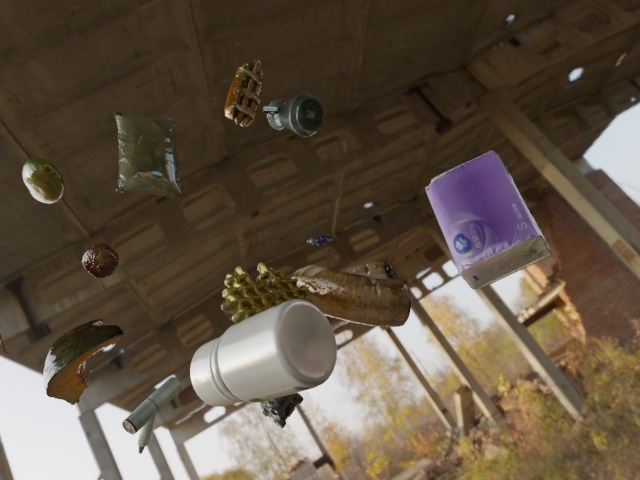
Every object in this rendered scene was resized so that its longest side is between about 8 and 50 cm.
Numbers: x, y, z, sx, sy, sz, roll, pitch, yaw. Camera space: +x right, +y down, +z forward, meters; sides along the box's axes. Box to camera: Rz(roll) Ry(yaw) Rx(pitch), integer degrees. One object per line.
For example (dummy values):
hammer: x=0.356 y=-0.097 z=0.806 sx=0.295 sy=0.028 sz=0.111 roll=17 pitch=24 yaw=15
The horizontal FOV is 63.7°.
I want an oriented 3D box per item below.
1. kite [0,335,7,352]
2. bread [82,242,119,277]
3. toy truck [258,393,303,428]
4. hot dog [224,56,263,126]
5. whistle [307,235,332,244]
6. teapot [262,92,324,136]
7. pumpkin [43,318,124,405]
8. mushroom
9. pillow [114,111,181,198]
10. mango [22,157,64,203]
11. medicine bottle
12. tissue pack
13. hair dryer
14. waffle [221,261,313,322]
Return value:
kite: x=-0.864 y=0.138 z=1.348 sx=0.016 sy=0.322 sz=0.234 roll=-15 pitch=-6 yaw=-30
bread: x=-0.542 y=0.051 z=1.271 sx=0.085 sy=0.085 sz=0.053 roll=-35 pitch=19 yaw=3
toy truck: x=-0.116 y=0.390 z=1.335 sx=0.110 sy=0.116 sz=0.216 roll=-49 pitch=-21 yaw=-29
hot dog: x=-0.250 y=-0.504 z=1.743 sx=0.109 sy=0.270 sz=0.072 roll=25 pitch=-22 yaw=-32
whistle: x=0.000 y=0.000 z=1.562 sx=0.083 sy=0.029 sz=0.033 roll=-4 pitch=1 yaw=-29
teapot: x=-0.121 y=-0.525 z=2.140 sx=0.203 sy=0.225 sz=0.171 roll=5 pitch=-82 yaw=-42
pumpkin: x=-0.584 y=0.267 z=1.174 sx=0.254 sy=0.130 sz=0.149 roll=-50 pitch=-21 yaw=19
mushroom: x=0.093 y=0.212 z=1.872 sx=0.396 sy=0.314 sz=0.225 roll=1 pitch=-71 yaw=-15
pillow: x=-0.523 y=-0.263 z=1.559 sx=0.184 sy=0.303 sz=0.075 roll=4 pitch=-31 yaw=-28
mango: x=-0.839 y=-0.177 z=1.571 sx=0.191 sy=0.122 sz=0.086 roll=119 pitch=174 yaw=-59
medicine bottle: x=-0.098 y=0.192 z=0.839 sx=0.236 sy=0.139 sz=0.139 roll=-29 pitch=-15 yaw=37
tissue pack: x=0.468 y=-0.067 z=1.485 sx=0.242 sy=0.339 sz=0.160 roll=-30 pitch=-39 yaw=21
hair dryer: x=-0.398 y=0.428 z=1.215 sx=0.155 sy=0.044 sz=0.183 roll=-41 pitch=-25 yaw=-50
waffle: x=-0.136 y=0.164 z=1.359 sx=0.056 sy=0.261 sz=0.250 roll=-54 pitch=12 yaw=34
